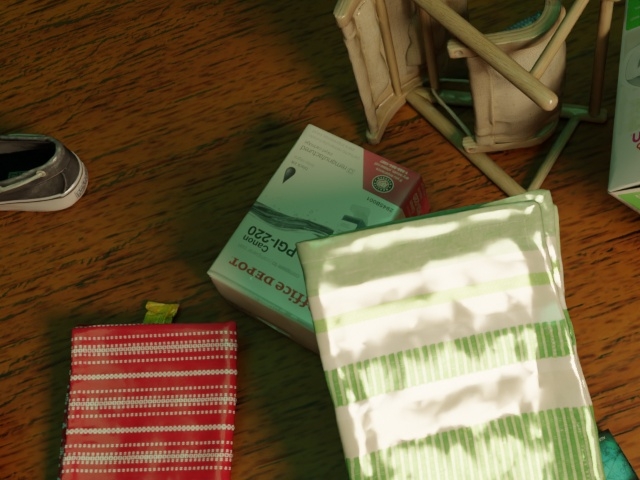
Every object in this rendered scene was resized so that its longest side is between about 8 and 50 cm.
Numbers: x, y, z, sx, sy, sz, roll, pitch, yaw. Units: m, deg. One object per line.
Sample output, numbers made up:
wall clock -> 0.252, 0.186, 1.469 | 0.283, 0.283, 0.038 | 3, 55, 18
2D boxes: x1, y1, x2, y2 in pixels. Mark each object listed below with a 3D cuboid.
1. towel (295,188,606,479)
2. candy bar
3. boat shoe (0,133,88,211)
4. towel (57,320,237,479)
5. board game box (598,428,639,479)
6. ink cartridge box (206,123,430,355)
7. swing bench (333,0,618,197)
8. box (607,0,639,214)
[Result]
towel -> 0.131, 0.134, 0.939 | 0.248, 0.038, 0.325 | -13, 93, -9
candy bar -> -0.201, 0.144, 1.163 | 0.040, 0.018, 0.161 | 8, 68, 14
boat shoe -> -0.448, -0.082, 1.272 | 0.301, 0.102, 0.108 | -2, 65, 10
towel -> -0.191, 0.222, 1.101 | 0.199, 0.031, 0.275 | -1, 72, 10
board game box -> 0.234, 0.283, 1.005 | 0.186, 0.026, 0.126 | -27, 63, -2
ink cartridge box -> 0.000, 0.000, 1.149 | 0.158, 0.092, 0.218 | 27, 75, 22
swing bench -> 0.170, -0.186, 1.110 | 0.254, 0.253, 0.165 | 28, 73, 21
box -> 0.421, -0.106, 1.009 | 0.127, 0.262, 0.231 | -16, 56, 49
